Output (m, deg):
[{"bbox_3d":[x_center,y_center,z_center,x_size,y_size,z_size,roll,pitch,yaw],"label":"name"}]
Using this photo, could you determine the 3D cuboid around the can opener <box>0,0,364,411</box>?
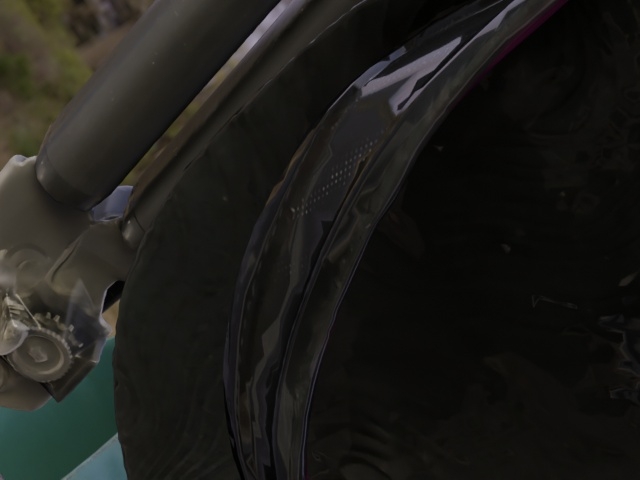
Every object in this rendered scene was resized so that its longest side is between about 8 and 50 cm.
[{"bbox_3d":[-0.064,-0.041,0.706,0.076,0.283,0.095,35,28,-17],"label":"can opener"}]

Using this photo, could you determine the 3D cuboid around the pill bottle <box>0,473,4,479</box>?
[{"bbox_3d":[-0.135,0.072,0.409,0.229,0.131,0.131,41,-18,54],"label":"pill bottle"}]

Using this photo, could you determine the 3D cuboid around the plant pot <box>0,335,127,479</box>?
[{"bbox_3d":[-0.137,0.225,1.100,0.235,0.293,0.293,58,-12,-13],"label":"plant pot"}]

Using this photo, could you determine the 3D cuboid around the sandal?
[{"bbox_3d":[0.063,-0.003,0.430,0.167,0.107,0.446,42,-49,-2],"label":"sandal"}]
